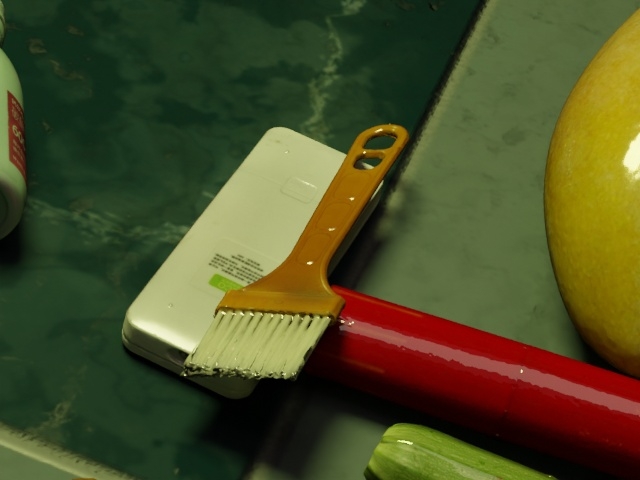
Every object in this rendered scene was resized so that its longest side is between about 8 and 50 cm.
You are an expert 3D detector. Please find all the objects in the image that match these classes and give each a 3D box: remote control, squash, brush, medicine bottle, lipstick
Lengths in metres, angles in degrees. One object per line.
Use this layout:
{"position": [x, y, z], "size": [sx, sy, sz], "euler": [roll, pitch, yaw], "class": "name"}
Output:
{"position": [-0.044, 0.009, 1.309], "size": [0.103, 0.034, 0.250], "euler": [24, 43, 9], "class": "remote control"}
{"position": [0.138, 0.179, 1.165], "size": [0.229, 0.066, 0.066], "euler": [23, 44, 8], "class": "squash"}
{"position": [0.000, 0.000, 1.276], "size": [0.090, 0.017, 0.314], "euler": [2, 35, 23], "class": "brush"}
{"position": [-0.259, -0.096, 1.317], "size": [0.090, 0.090, 0.216], "euler": [3, 44, -13], "class": "medicine bottle"}
{"position": [0.125, 0.101, 1.235], "size": [0.280, 0.073, 0.073], "euler": [18, 43, 6], "class": "lipstick"}

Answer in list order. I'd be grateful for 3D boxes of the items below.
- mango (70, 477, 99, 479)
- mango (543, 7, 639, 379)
{"position": [-0.064, 0.242, 0.992], "size": [0.236, 0.136, 0.166], "euler": [13, 30, -21], "class": "mango"}
{"position": [0.279, -0.056, 1.344], "size": [0.199, 0.221, 0.384], "euler": [0, 48, 39], "class": "mango"}
